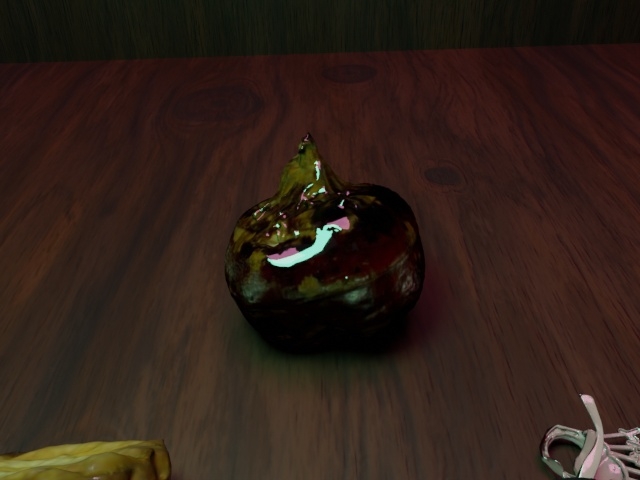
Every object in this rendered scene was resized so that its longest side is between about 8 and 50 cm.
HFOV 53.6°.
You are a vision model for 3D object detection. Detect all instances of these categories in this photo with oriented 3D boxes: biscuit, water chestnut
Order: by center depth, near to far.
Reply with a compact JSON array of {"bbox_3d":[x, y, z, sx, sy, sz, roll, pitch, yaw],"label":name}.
[{"bbox_3d":[-0.329,0.291,0.706,0.326,0.107,0.326,-6,-8,-1],"label":"biscuit"},{"bbox_3d":[0.000,0.000,1.041,0.335,0.347,0.335,-8,26,4],"label":"water chestnut"}]

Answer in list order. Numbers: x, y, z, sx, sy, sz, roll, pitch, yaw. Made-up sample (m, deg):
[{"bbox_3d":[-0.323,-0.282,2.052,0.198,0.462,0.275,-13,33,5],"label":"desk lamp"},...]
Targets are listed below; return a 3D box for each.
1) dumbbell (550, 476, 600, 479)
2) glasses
[{"bbox_3d":[0.263,0.373,0.517,0.204,0.203,0.322,-6,19,-6],"label":"dumbbell"},{"bbox_3d":[0.353,0.301,0.784,0.162,0.095,0.255,31,45,18],"label":"glasses"}]
